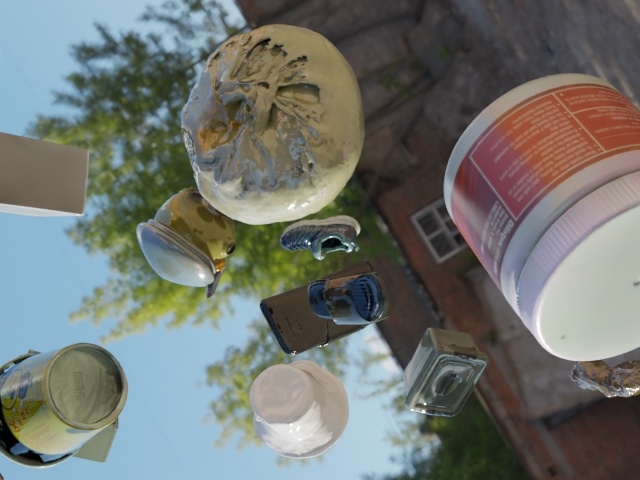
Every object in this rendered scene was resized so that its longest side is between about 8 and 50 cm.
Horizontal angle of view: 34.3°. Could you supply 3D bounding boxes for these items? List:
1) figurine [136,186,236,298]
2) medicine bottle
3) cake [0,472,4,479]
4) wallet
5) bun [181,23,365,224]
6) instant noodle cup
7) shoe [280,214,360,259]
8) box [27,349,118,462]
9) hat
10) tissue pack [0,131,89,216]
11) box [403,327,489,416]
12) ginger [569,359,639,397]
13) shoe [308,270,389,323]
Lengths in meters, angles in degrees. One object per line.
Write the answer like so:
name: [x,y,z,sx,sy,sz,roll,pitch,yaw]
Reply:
figurine: [-0.268,-0.075,2.308,0.224,0.381,0.205,35,-161,22]
medicine bottle: [0.299,-0.031,1.188,0.252,0.252,0.241,50,-171,-45]
cake: [-0.727,0.415,1.937,0.237,0.230,0.308,48,152,48]
wallet: [0.022,0.166,2.575,0.172,0.318,0.045,61,155,22]
bun: [-0.080,-0.163,1.384,0.146,0.287,0.287,28,-150,-55]
instant noodle cup: [-0.448,0.276,1.795,0.216,0.236,0.215,14,-115,-33]
shoe: [0.000,0.000,1.819,0.064,0.143,0.071,75,-169,-54]
box: [-0.587,0.380,2.400,0.225,0.117,0.225,17,-158,-19]
hat: [-0.054,0.299,1.919,0.203,0.203,0.126,63,-178,27]
tissue pack: [-0.594,-0.124,2.020,0.246,0.159,0.136,9,-98,-56]
box: [0.233,0.248,2.000,0.124,0.172,0.093,12,-147,-21]
ginger: [0.569,0.258,2.006,0.084,0.122,0.290,69,163,1]
shoe: [0.038,0.127,2.145,0.093,0.241,0.108,-18,-83,-38]
